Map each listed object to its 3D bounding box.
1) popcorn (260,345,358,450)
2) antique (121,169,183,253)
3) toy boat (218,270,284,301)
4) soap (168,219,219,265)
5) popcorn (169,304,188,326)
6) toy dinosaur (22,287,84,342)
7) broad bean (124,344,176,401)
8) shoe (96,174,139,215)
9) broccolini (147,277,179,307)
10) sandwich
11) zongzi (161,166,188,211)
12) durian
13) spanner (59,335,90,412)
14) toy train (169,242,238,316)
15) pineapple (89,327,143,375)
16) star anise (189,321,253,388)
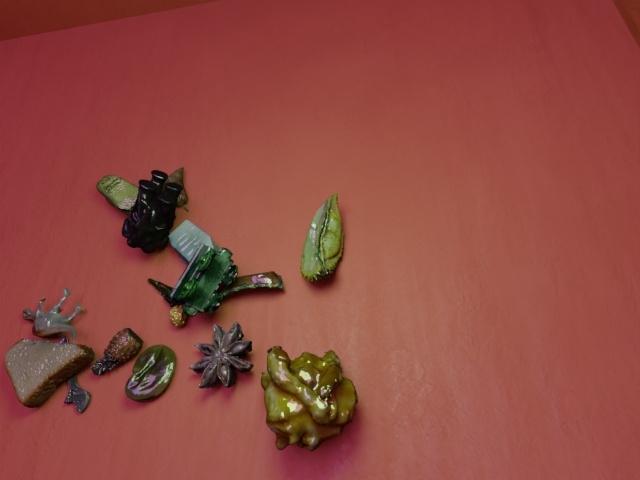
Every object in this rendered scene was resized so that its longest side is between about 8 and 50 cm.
[{"bbox_3d":[-0.052,0.471,1.418,0.325,0.321,0.290,-5,74,28],"label":"popcorn"},{"bbox_3d":[-0.666,-0.108,1.882,0.185,0.255,0.322,22,21,-13],"label":"antique"},{"bbox_3d":[-0.280,0.174,1.731,0.292,0.108,0.099,-17,89,8],"label":"toy boat"},{"bbox_3d":[-0.490,0.035,1.861,0.230,0.091,0.145,32,70,28],"label":"soap"},{"bbox_3d":[-0.520,0.278,1.730,0.057,0.083,0.082,-10,26,0],"label":"popcorn"},{"bbox_3d":[-0.994,0.302,1.790,0.393,0.092,0.205,30,71,34],"label":"toy dinosaur"},{"bbox_3d":[-0.586,0.461,1.635,0.153,0.072,0.207,28,66,12],"label":"broad bean"},{"bbox_3d":[-0.853,-0.198,2.055,0.262,0.128,0.140,31,77,16],"label":"shoe"},{"bbox_3d":[-0.601,0.193,1.826,0.201,0.058,0.074,22,51,40],"label":"broccolini"},{"bbox_3d":[-0.984,0.421,1.705,0.288,0.100,0.254,-39,56,-4],"label":"sandwich"},{"bbox_3d":[-0.601,-0.236,2.062,0.189,0.081,0.178,30,59,20],"label":"zongzi"},{"bbox_3d":[0.000,0.000,1.730,0.158,0.169,0.352,3,61,13],"label":"durian"},{"bbox_3d":[-0.906,0.482,1.717,0.093,0.026,0.325,-31,57,-5],"label":"spanner"},{"bbox_3d":[-0.408,0.143,1.682,0.266,0.145,0.202,-61,26,-11],"label":"toy train"},{"bbox_3d":[-0.736,0.405,1.687,0.197,0.108,0.108,-42,60,-6],"label":"pineapple"},{"bbox_3d":[-0.322,0.402,1.597,0.223,0.109,0.236,-41,47,-7],"label":"star anise"}]
